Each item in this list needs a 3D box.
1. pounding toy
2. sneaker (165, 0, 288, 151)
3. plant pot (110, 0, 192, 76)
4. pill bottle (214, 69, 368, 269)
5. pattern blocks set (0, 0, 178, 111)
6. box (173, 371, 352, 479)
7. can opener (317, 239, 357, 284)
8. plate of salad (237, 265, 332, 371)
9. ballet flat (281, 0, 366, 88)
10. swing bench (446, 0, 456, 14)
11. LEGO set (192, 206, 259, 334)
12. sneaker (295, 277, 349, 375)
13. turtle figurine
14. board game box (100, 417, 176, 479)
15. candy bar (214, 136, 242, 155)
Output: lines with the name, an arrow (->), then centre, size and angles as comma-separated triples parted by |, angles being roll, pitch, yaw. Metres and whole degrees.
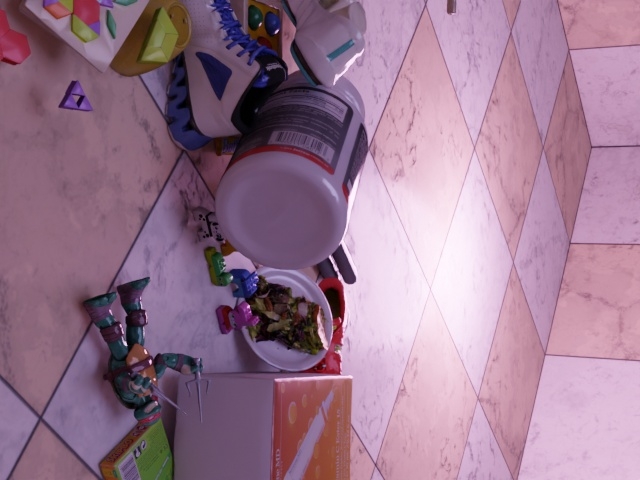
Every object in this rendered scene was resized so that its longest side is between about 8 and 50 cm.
pounding toy -> -0.105, -0.313, 1.794 | 0.206, 0.094, 0.181 | -1, 92, -62
sneaker -> -0.140, -0.298, 1.631 | 0.127, 0.182, 0.315 | -22, 110, -62
plant pot -> -0.243, -0.306, 1.525 | 0.134, 0.095, 0.134 | -6, 97, -63
pill bottle -> -0.033, -0.132, 1.742 | 0.363, 0.210, 0.210 | -73, 151, -55
pattern blocks set -> -0.302, -0.325, 1.378 | 0.285, 0.026, 0.324 | 25, 69, -38
box -> -0.084, 0.326, 1.740 | 0.345, 0.168, 0.214 | 14, 76, -67
can opener -> 0.000, 0.000, 2.028 | 0.280, 0.074, 0.093 | 63, 21, -46
plate of salad -> -0.056, 0.133, 1.869 | 0.200, 0.048, 0.199 | 14, 64, -31
ballet flat -> 0.017, -0.367, 1.809 | 0.400, 0.139, 0.139 | -99, 176, -64
swing bench -> 0.142, -0.586, 2.093 | 0.165, 0.253, 0.254 | 39, 56, -57
LEGO set -> -0.129, 0.038, 1.759 | 0.087, 0.093, 0.227 | -46, 130, -53
sneaker -> -0.003, 0.193, 1.973 | 0.118, 0.107, 0.278 | 94, 2, -58
turtle figurine -> -0.252, 0.178, 1.501 | 0.175, 0.118, 0.234 | -41, 112, -73
board game box -> -0.252, 0.407, 1.595 | 0.124, 0.039, 0.259 | -47, 128, -53
candy bar -> -0.138, -0.162, 1.820 | 0.161, 0.018, 0.040 | -7, 97, -63
